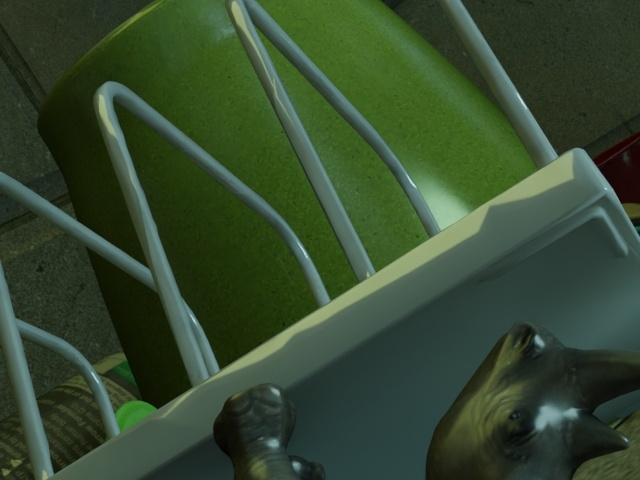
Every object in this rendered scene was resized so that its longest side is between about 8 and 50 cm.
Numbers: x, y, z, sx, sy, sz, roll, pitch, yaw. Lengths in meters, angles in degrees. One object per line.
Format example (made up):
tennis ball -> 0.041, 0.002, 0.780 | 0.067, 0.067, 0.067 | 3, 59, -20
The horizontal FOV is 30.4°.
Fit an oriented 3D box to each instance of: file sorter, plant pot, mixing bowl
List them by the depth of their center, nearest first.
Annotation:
file sorter -> -0.024, 0.028, 0.475 | 0.277, 0.173, 0.193 | -33, -32, 11
plant pot -> 0.000, 0.000, 0.805 | 0.366, 0.353, 0.366 | -33, -1, -1
mixing bowl -> 0.280, -0.025, 1.191 | 0.181, 0.098, 0.181 | -33, 0, 0

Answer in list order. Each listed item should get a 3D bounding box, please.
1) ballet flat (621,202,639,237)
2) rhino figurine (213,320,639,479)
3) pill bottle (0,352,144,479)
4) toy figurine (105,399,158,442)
ballet flat -> 0.203, 0.009, 0.958 | 0.232, 0.080, 0.073 | -21, 40, 23
rhino figurine -> -0.003, 0.100, 0.325 | 0.243, 0.106, 0.073 | -32, -42, 12
pill bottle -> -0.261, 0.265, 1.011 | 0.361, 0.204, 0.204 | -32, -2, -38
toy figurine -> -0.025, 0.144, 0.611 | 0.159, 0.173, 0.130 | -21, -32, 21
